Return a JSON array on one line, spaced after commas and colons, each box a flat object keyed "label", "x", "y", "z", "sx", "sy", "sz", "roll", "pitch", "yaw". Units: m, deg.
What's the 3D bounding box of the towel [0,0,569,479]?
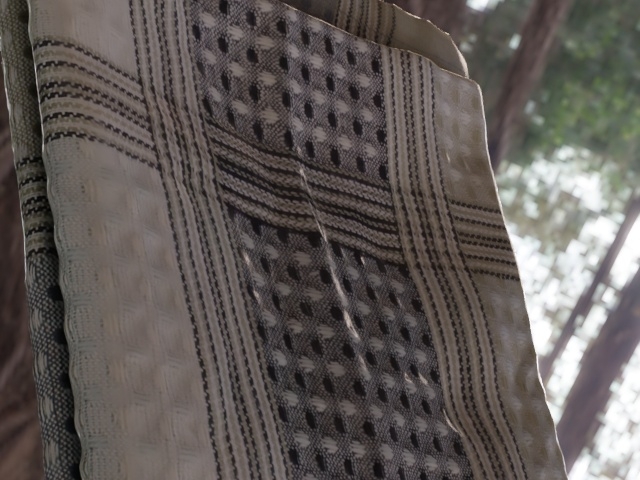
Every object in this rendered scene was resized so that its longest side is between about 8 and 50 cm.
[{"label": "towel", "x": 0.000, "y": 0.000, "z": 0.734, "sx": 0.312, "sy": 0.056, "sz": 0.324, "roll": 17, "pitch": -128, "yaw": -45}]
